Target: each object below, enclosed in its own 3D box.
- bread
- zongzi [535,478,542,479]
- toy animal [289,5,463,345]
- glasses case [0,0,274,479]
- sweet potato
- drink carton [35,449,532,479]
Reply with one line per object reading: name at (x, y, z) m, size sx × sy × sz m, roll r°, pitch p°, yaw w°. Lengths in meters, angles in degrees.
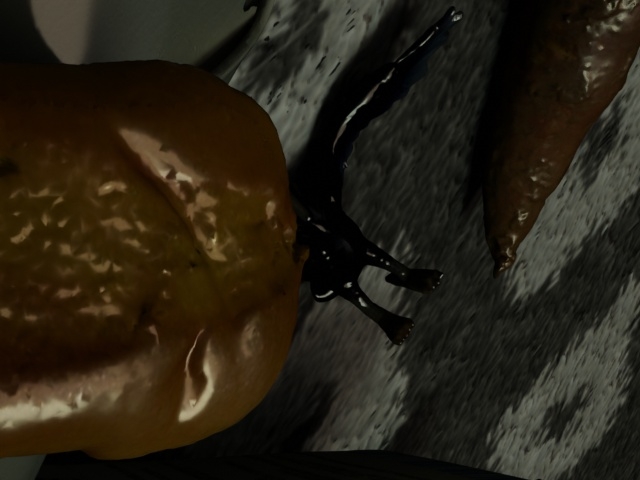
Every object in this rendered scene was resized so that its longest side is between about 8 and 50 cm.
bread at (-0.118, 0.004, 0.476) m, size 0.245 × 0.094 × 0.102 m, roll 0°, pitch 95°, yaw -30°
zongzi at (0.065, 0.387, 1.119) m, size 0.181 × 0.418 × 0.447 m, roll -1°, pitch 157°, yaw -19°
toy animal at (0.000, 0.000, 0.827) m, size 0.220 × 0.062 × 0.108 m, roll -55°, pitch 136°, yaw -4°
glasses case at (-0.109, 0.000, 0.592) m, size 0.128 × 0.083 × 0.308 m, roll 7°, pitch 112°, yaw -62°
sweet potato at (0.126, -0.118, 0.897) m, size 0.072 × 0.066 × 0.314 m, roll -9°, pitch 129°, yaw -48°
drink carton at (-0.023, 0.189, 0.805) m, size 0.324 × 0.132 × 0.194 m, roll 7°, pitch 89°, yaw -55°
